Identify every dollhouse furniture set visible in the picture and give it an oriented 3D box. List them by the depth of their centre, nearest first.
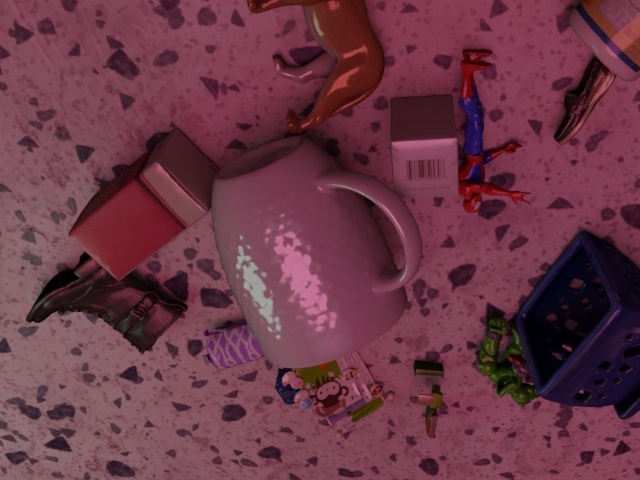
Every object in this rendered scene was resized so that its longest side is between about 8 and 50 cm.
[{"bbox_3d":[0.210,0.321,1.777,0.058,0.076,0.152,5,112,-1],"label":"dollhouse furniture set"}]

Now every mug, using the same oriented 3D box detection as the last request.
[{"bbox_3d":[0.000,0.000,1.457,0.374,0.276,0.328,-7,115,41],"label":"mug"}]

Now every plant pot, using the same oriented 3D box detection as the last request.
[{"bbox_3d":[0.510,0.162,1.561,0.212,0.236,0.236,23,121,-15],"label":"plant pot"}]

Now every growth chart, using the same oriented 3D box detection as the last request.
[{"bbox_3d":[0.028,0.285,1.758,0.172,0.021,0.237,-39,114,-12],"label":"growth chart"}]

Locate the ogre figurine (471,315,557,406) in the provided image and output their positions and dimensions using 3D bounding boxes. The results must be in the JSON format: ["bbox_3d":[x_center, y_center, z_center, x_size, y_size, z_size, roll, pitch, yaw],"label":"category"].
[{"bbox_3d":[0.378,0.242,1.700,0.197,0.097,0.118,33,108,-27],"label":"ogre figurine"}]

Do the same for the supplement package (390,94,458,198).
[{"bbox_3d":[0.167,-0.154,1.423,0.105,0.179,0.105,-3,121,7],"label":"supplement package"}]

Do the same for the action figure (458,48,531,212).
[{"bbox_3d":[0.290,-0.166,1.455,0.139,0.091,0.280,7,122,12],"label":"action figure"}]

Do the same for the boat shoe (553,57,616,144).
[{"bbox_3d":[0.421,-0.228,1.431,0.049,0.056,0.152,28,111,-6],"label":"boat shoe"}]

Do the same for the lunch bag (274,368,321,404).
[{"bbox_3d":[-0.040,0.288,1.784,0.098,0.065,0.067,-23,117,19],"label":"lunch bag"}]

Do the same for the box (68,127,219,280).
[{"bbox_3d":[-0.304,-0.064,1.544,0.232,0.149,0.127,-35,111,23],"label":"box"}]

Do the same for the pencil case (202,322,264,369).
[{"bbox_3d":[-0.126,0.188,1.725,0.206,0.086,0.088,-19,95,15],"label":"pencil case"}]

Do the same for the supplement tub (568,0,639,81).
[{"bbox_3d":[0.484,-0.350,1.293,0.144,0.144,0.199,37,117,-17],"label":"supplement tub"}]

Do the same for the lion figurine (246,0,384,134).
[{"bbox_3d":[0.024,-0.342,1.365,0.240,0.142,0.392,-14,135,5],"label":"lion figurine"}]

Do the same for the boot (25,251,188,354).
[{"bbox_3d":[-0.419,0.144,1.718,0.263,0.091,0.229,-35,112,21],"label":"boot"}]
